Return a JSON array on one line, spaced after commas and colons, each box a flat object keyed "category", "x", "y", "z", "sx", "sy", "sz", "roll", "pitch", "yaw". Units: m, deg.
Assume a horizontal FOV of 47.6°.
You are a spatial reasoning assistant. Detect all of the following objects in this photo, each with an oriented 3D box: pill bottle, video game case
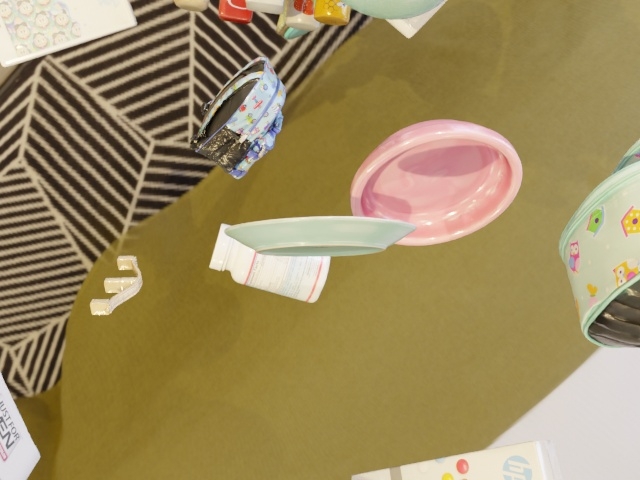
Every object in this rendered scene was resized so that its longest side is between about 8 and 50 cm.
[{"category": "pill bottle", "x": -0.073, "y": 0.029, "z": 1.036, "sx": 0.160, "sy": 0.087, "sz": 0.087, "roll": 16, "pitch": 107, "yaw": -9}, {"category": "video game case", "x": -0.298, "y": -0.280, "z": 0.786, "sx": 0.157, "sy": 0.019, "sz": 0.143, "roll": -17, "pitch": 107, "yaw": 1}]

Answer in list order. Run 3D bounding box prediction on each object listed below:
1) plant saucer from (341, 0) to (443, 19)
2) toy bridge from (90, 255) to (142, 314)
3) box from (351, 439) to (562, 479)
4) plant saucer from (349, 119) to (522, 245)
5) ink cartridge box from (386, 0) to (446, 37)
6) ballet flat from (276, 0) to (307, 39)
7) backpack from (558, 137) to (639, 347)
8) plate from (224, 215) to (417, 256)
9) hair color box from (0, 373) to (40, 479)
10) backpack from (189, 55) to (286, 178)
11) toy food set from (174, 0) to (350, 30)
[{"category": "plant saucer", "x": 0.047, "y": -0.204, "z": 0.464, "sx": 0.119, "sy": 0.021, "sz": 0.119, "roll": -1, "pitch": 93, "yaw": -16}, {"category": "toy bridge", "x": -0.361, "y": 0.081, "z": 1.322, "sx": 0.063, "sy": 0.188, "sz": 0.026, "roll": -1, "pitch": 116, "yaw": 2}, {"category": "box", "x": 0.116, "y": 0.253, "z": 0.595, "sx": 0.186, "sy": 0.145, "sz": 0.038, "roll": -23, "pitch": 154, "yaw": 35}, {"category": "plant saucer", "x": 0.218, "y": -0.118, "z": 1.412, "sx": 0.332, "sy": 0.084, "sz": 0.332, "roll": -6, "pitch": 144, "yaw": -4}, {"category": "ink cartridge box", "x": 0.092, "y": -0.344, "z": 0.588, "sx": 0.201, "sy": 0.117, "sz": 0.278, "roll": 31, "pitch": 119, "yaw": -31}, {"category": "ballet flat", "x": 0.046, "y": -0.432, "z": 1.102, "sx": 0.348, "sy": 0.123, "sz": 0.123, "roll": -22, "pitch": 123, "yaw": 42}, {"category": "backpack", "x": 0.259, "y": 0.001, "z": 0.485, "sx": 0.188, "sy": 0.144, "sz": 0.166, "roll": -7, "pitch": 152, "yaw": -9}, {"category": "plate", "x": 0.000, "y": 0.000, "z": 0.709, "sx": 0.188, "sy": 0.188, "sz": 0.024, "roll": 1, "pitch": 84, "yaw": -13}, {"category": "hair color box", "x": -0.417, "y": 0.278, "z": 0.679, "sx": 0.105, "sy": 0.347, "sz": 0.174, "roll": 2, "pitch": 124, "yaw": 12}, {"category": "backpack", "x": -0.119, "y": -0.211, "z": 1.208, "sx": 0.117, "sy": 0.158, "sz": 0.173, "roll": 36, "pitch": 120, "yaw": -22}, {"category": "toy food set", "x": -0.077, "y": -0.303, "z": 0.801, "sx": 0.232, "sy": 0.111, "sz": 0.104, "roll": 7, "pitch": 93, "yaw": -2}]
